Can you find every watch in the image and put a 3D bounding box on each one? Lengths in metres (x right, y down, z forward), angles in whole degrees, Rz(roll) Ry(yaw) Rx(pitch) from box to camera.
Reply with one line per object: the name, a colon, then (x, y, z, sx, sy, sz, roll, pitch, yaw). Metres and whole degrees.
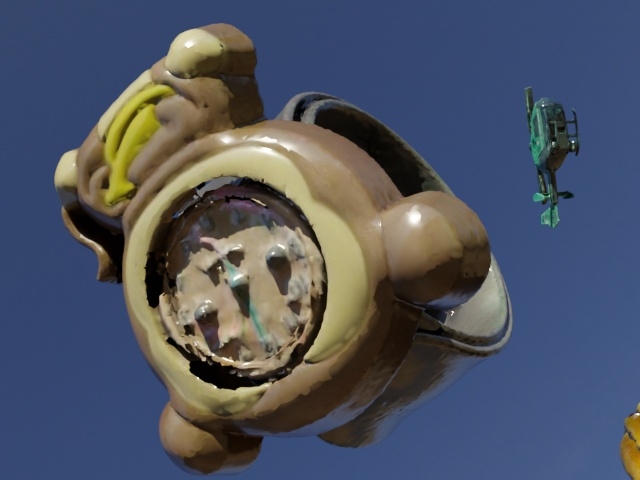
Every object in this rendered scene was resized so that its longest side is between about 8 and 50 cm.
watch: (0.000, 0.000, 0.904, 0.314, 0.335, 0.327, -42, -14, 24)

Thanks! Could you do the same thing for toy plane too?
toy plane: (0.368, -0.137, 1.690, 0.060, 0.096, 0.235, -6, -90, -25)

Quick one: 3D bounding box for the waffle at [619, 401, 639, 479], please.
waffle: (0.360, 0.303, 0.812, 0.095, 0.382, 0.380, -19, -69, -3)
